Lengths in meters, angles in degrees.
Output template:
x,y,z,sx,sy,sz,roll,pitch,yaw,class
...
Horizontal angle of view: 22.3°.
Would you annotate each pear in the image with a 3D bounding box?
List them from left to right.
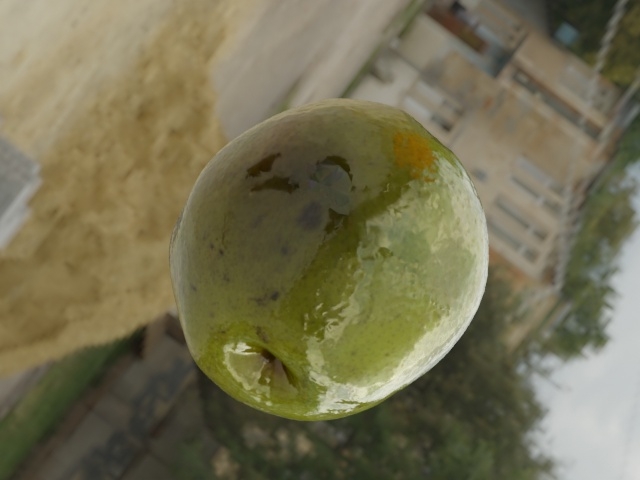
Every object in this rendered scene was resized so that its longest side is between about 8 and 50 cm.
x,y,z,sx,sy,sz,roll,pitch,yaw,class
0.000,0.000,0.676,0.141,0.141,0.104,-53,159,-20,pear
